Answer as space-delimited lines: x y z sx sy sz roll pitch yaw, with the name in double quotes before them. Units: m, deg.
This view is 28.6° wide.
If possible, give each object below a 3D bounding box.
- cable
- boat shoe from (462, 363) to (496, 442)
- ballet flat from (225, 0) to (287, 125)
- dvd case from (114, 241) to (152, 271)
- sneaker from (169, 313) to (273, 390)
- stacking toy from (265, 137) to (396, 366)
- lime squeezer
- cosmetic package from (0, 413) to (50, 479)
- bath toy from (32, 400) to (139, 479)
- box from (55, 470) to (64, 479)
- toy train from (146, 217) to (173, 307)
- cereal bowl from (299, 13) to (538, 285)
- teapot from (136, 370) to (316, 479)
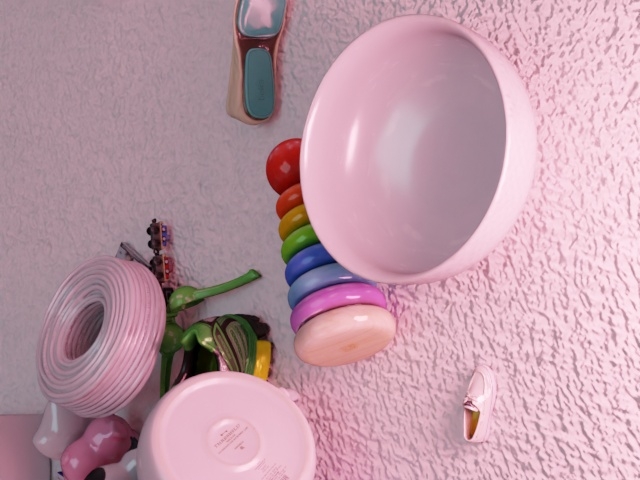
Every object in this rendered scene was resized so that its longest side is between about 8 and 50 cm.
"cable" -0.345 0.148 1.973 0.257 0.089 0.257 10 74 51
"boat shoe" 0.196 0.206 1.582 0.035 0.035 0.100 7 90 43
"ballet flat" -0.104 -0.298 1.897 0.086 0.086 0.248 7 91 43
"dvd case" -0.328 0.074 2.095 0.087 0.013 0.119 38 109 39
"sneaker" -0.173 0.276 1.839 0.134 0.146 0.343 3 88 43
"stacking toy" 0.000 0.000 1.737 0.141 0.141 0.330 -35 57 35
"lime squeezer" -0.204 0.143 1.959 0.110 0.059 0.310 35 109 8
"cosmetic package" -0.593 0.425 2.214 0.224 0.138 0.224 -14 74 41
"bath toy" -0.344 0.337 1.997 0.348 0.151 0.129 31 126 48
"box" -0.386 0.463 2.061 0.126 0.072 0.137 21 100 42
"toy train" -0.254 0.042 2.016 0.027 0.036 0.158 -22 72 57
"cereal bowl" 0.140 -0.109 1.601 0.339 0.141 0.338 -6 81 43
"teapot" -0.131 0.309 1.685 0.187 0.256 0.252 111 154 -50
